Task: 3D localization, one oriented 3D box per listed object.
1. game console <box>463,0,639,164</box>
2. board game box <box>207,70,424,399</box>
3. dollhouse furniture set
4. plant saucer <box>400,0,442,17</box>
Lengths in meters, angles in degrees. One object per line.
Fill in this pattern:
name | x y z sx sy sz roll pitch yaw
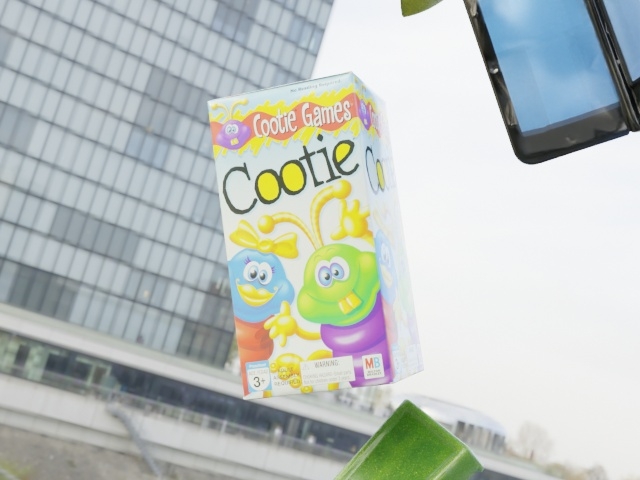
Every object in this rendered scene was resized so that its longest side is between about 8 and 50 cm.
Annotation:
game console | 0.345 -0.280 1.204 0.174 0.293 0.250 -13 -11 -21
board game box | 0.000 0.000 0.879 0.142 0.275 0.144 -9 -5 16
dollhouse furniture set | 0.157 0.321 0.852 0.301 0.151 0.197 34 -16 49
plant saucer | 0.151 -0.368 1.056 0.045 0.188 0.188 27 -13 16
